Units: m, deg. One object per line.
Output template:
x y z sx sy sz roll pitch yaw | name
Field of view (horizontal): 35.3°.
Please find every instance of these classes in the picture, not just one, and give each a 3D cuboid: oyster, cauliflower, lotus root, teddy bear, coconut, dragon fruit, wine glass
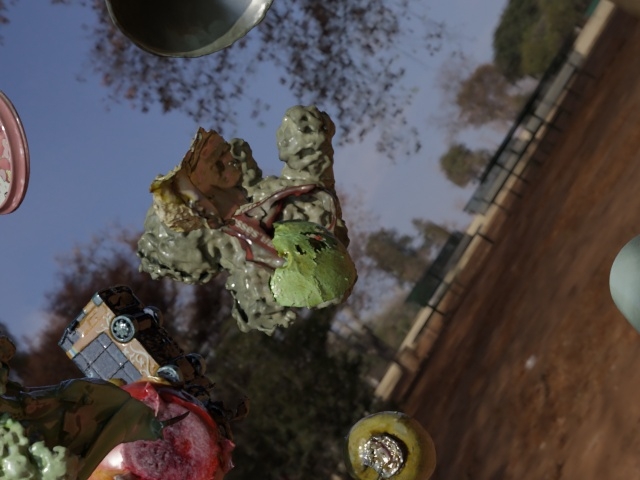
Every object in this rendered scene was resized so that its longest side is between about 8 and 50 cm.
-0.149 -0.065 1.244 0.209 0.072 0.133 -76 -33 -57 | oyster
-0.264 0.177 0.881 0.315 0.239 0.256 -14 -52 -43 | cauliflower
0.118 0.361 1.685 0.154 0.154 0.278 -55 -16 -12 | lotus root
-0.132 -0.016 1.636 0.224 0.367 0.357 72 -170 -69 | teddy bear
-0.009 0.020 1.253 0.158 0.133 0.055 -106 34 -47 | coconut
-0.271 0.331 1.488 0.291 0.250 0.269 -41 30 54 | dragon fruit
-0.265 -0.475 1.510 0.267 0.406 0.267 -20 -47 -23 | wine glass

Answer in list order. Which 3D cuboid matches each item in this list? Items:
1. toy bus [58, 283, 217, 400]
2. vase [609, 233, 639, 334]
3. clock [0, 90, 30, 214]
-0.415 0.272 2.262 0.194 0.323 0.162 -46 -8 16 | toy bus
0.591 0.103 1.581 0.245 0.245 0.291 -59 9 12 | vase
-0.614 -0.167 1.880 0.056 0.244 0.244 -18 -37 -46 | clock
